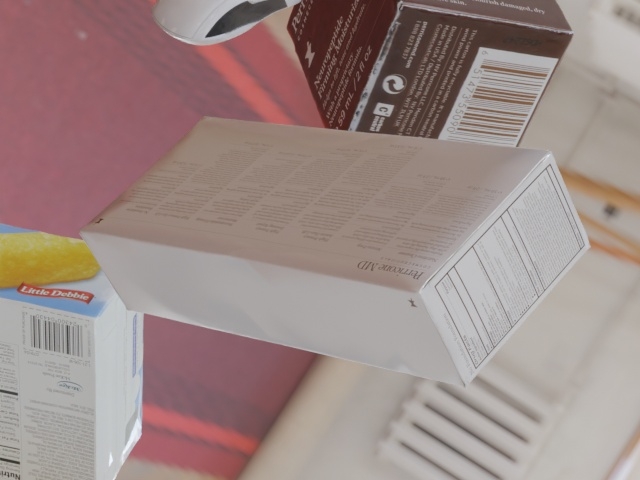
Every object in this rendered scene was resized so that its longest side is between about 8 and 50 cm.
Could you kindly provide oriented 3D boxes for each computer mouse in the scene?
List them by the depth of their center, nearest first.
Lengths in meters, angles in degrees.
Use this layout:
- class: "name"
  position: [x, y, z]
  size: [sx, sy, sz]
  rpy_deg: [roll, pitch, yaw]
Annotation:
- class: "computer mouse"
  position: [-0.043, -0.201, 1.391]
  size: [0.193, 0.106, 0.042]
  rpy_deg: [-32, 147, -37]

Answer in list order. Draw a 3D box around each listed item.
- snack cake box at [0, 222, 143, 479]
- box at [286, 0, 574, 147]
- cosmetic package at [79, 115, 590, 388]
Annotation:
- class: "snack cake box"
  position: [-0.254, 0.067, 1.231]
  size: [0.089, 0.264, 0.152]
  rpy_deg: [-62, 160, -56]
- class: "box"
  position: [0.090, -0.183, 1.621]
  size: [0.167, 0.203, 0.168]
  rpy_deg: [5, 129, -22]
- class: "cosmetic package"
  position: [0.000, 0.000, 0.866]
  size: [0.099, 0.239, 0.060]
  rpy_deg: [-43, 123, -29]
